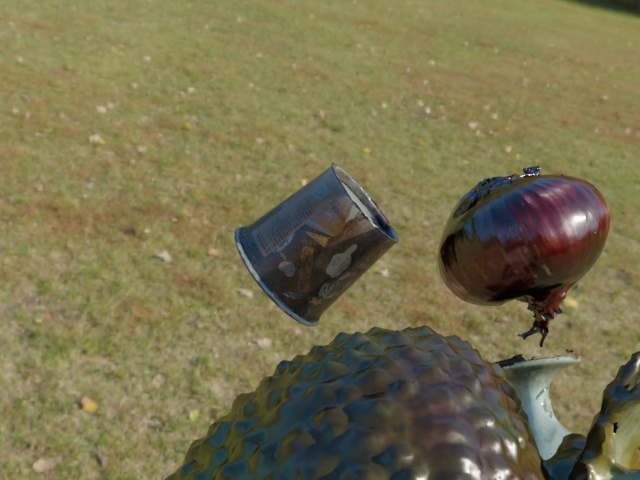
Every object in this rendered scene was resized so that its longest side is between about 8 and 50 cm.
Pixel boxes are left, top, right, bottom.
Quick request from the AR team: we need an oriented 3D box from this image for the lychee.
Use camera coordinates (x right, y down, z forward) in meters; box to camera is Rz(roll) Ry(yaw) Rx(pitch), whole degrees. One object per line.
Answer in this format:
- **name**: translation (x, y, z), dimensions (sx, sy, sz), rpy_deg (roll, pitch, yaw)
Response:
- **lychee**: translation (0.043, 0.181, 0.476), dimensions (0.320, 0.270, 0.270), rpy_deg (-2, 25, -13)

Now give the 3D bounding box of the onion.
- **onion**: translation (0.322, 0.027, 1.206), dimensions (0.273, 0.285, 0.273), rpy_deg (-22, -3, -1)

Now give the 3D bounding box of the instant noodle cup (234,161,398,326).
- **instant noodle cup**: translation (0.000, 0.000, 1.321), dimensions (0.217, 0.207, 0.217), rpy_deg (46, 14, -15)

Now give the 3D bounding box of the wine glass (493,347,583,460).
- **wine glass**: translation (0.347, 0.352, 1.213), dimensions (0.190, 0.357, 0.190), rpy_deg (-8, -17, -2)
